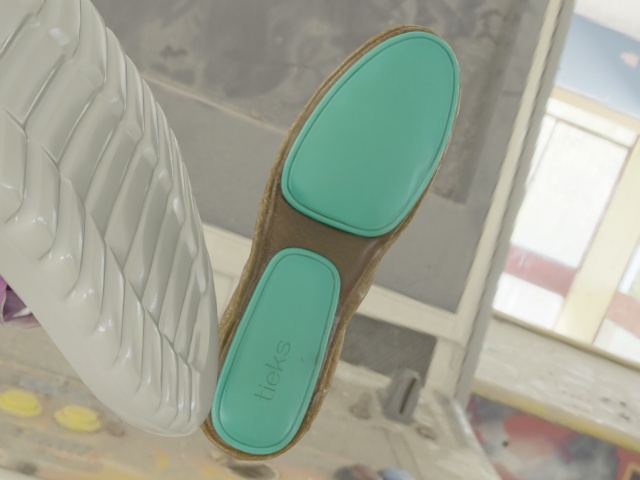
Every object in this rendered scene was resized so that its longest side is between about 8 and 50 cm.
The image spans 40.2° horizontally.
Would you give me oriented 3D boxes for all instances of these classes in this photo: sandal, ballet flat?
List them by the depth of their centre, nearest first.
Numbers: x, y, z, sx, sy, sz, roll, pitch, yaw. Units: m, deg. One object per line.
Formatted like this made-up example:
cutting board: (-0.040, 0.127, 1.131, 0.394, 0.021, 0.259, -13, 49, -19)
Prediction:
sandal: (-0.146, -0.034, 0.408, 0.102, 0.170, 0.416, -5, -34, 12)
ballet flat: (0.000, 0.000, 0.670, 0.116, 0.343, 0.124, 22, -5, -9)
